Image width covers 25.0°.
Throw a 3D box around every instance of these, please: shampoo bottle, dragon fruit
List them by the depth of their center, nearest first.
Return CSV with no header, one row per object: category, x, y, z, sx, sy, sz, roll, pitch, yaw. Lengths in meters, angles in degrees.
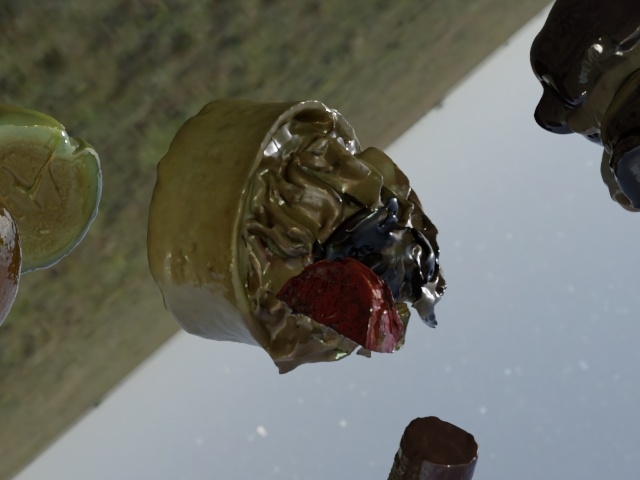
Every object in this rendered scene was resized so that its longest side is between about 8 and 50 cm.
shampoo bottle,0.069,0.255,1.168,0.068,0.067,0.236,-13,129,-38
dragon fruit,0.043,0.065,1.540,0.162,0.106,0.083,19,-90,48

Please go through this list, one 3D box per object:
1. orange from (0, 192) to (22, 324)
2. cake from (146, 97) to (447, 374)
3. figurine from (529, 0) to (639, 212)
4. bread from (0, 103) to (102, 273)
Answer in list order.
orange,-0.350,0.021,1.201,0.206,0.206,0.206,-40,-178,1
cake,0.002,-0.009,1.737,0.321,0.332,0.332,8,-150,30
figurine,0.347,-0.150,1.460,0.365,0.206,0.218,-104,-145,-57
bread,-0.364,-0.060,1.692,0.213,0.213,0.105,-41,-148,-18
